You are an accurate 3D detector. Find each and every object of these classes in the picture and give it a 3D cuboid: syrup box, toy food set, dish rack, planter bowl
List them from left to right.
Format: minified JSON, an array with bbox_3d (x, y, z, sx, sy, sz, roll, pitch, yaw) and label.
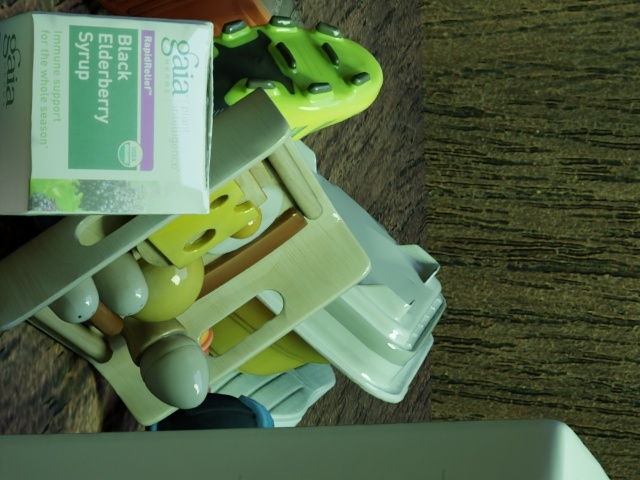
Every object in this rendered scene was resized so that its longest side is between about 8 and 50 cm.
[{"bbox_3d":[-0.143,-0.059,0.855,0.237,0.096,0.093,2,-88,63],"label":"syrup box"},{"bbox_3d":[-0.083,0.029,1.128,0.092,0.220,0.306,55,-1,19],"label":"toy food set"},{"bbox_3d":[-0.064,0.055,1.463,0.090,0.217,0.217,-49,177,14],"label":"planter bowl"},{"bbox_3d":[0.000,0.000,1.475,0.072,0.285,0.333,-50,177,12],"label":"dish rack"}]

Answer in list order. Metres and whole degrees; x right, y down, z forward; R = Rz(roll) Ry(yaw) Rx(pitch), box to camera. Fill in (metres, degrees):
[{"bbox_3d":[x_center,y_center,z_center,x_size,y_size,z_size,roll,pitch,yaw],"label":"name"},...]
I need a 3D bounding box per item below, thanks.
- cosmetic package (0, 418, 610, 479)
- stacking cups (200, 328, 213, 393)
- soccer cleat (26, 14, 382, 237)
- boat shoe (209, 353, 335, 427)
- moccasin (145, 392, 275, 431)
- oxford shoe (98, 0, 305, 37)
[{"bbox_3d":[-0.018,0.305,0.941,0.327,0.394,0.329,49,42,-59],"label":"cosmetic package"},{"bbox_3d":[-0.121,-0.003,1.272,0.096,0.096,0.316,-68,156,-61],"label":"stacking cups"},{"bbox_3d":[-0.084,-0.074,1.166,0.093,0.289,0.121,49,-35,27],"label":"soccer cleat"},{"bbox_3d":[-0.068,0.154,1.539,0.094,0.109,0.302,-49,166,13],"label":"boat shoe"},{"bbox_3d":[-0.115,0.287,1.271,0.137,0.117,0.342,85,15,-70],"label":"moccasin"},{"bbox_3d":[-0.103,-0.227,1.272,0.363,0.130,0.132,64,19,-49],"label":"oxford shoe"}]
